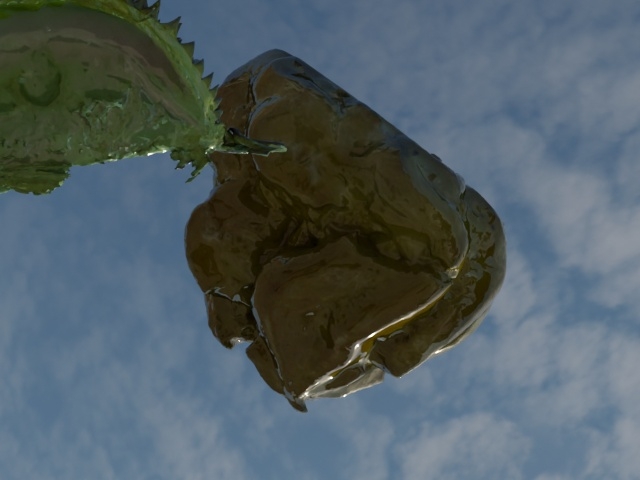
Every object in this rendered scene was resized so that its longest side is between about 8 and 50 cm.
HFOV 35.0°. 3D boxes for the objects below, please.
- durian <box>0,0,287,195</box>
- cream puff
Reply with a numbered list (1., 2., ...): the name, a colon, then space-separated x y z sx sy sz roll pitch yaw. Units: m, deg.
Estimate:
1. durian: -0.119 -0.073 0.473 0.086 0.215 0.100 -166 -108 -70
2. cream puff: -0.001 -0.001 0.941 0.324 0.291 0.257 38 -89 15
